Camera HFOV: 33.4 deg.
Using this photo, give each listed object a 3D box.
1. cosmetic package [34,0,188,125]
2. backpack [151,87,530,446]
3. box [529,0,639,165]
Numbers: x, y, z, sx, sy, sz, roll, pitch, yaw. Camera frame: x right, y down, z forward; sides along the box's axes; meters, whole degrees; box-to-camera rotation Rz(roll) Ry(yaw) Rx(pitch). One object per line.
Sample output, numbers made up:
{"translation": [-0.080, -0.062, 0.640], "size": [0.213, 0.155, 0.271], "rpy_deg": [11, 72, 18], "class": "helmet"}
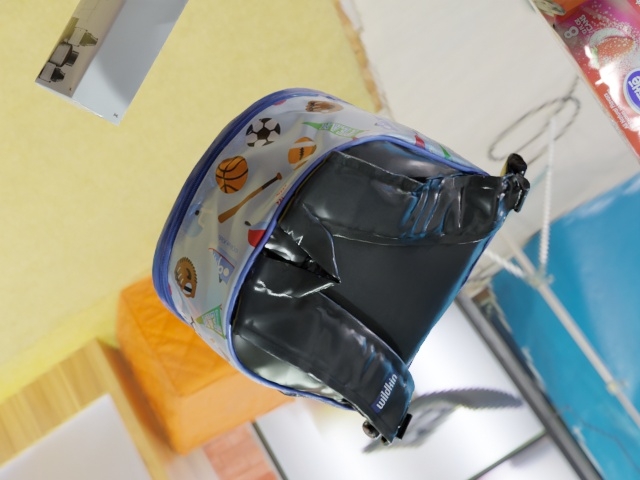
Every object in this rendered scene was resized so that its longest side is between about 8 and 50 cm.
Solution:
{"translation": [-0.176, -0.233, 1.011], "size": [0.060, 0.099, 0.239], "rpy_deg": [31, 87, -41], "class": "cosmetic package"}
{"translation": [0.000, 0.000, 0.858], "size": [0.263, 0.213, 0.276], "rpy_deg": [23, 94, -58], "class": "backpack"}
{"translation": [0.305, -0.166, 0.972], "size": [0.128, 0.122, 0.257], "rpy_deg": [-35, 124, 14], "class": "box"}
